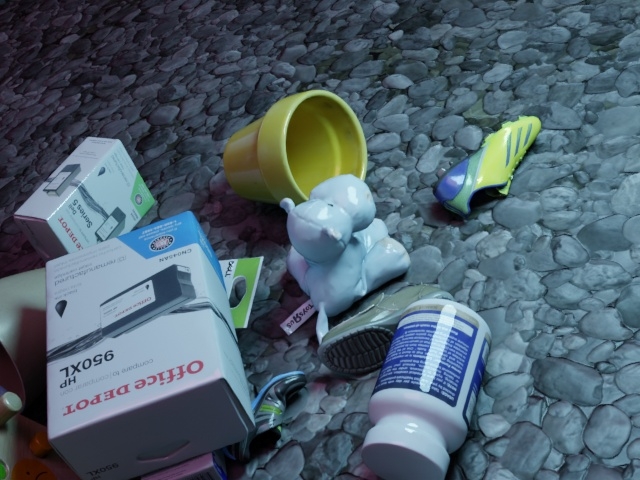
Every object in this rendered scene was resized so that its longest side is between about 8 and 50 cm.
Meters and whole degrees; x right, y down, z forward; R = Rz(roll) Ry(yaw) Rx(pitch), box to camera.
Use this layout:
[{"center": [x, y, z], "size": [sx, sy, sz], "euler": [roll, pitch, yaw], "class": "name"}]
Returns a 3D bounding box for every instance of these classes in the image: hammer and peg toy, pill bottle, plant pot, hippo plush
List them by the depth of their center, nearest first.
[{"center": [0.160, 0.230, 1.274], "size": [0.153, 0.153, 0.264], "euler": [2, 45, 27], "class": "pill bottle"}, {"center": [-0.437, 0.427, 1.282], "size": [0.127, 0.266, 0.361], "euler": [-39, 38, 15], "class": "hammer and peg toy"}, {"center": [0.000, 0.000, 1.540], "size": [0.294, 0.236, 0.234], "euler": [-42, 44, -21], "class": "hippo plush"}, {"center": [-0.562, 0.164, 1.653], "size": [0.257, 0.256, 0.274], "euler": [10, 32, 34], "class": "plant pot"}, {"center": [-0.070, -0.174, 1.783], "size": [0.239, 0.254, 0.254], "euler": [-6, 40, 44], "class": "plant pot"}]

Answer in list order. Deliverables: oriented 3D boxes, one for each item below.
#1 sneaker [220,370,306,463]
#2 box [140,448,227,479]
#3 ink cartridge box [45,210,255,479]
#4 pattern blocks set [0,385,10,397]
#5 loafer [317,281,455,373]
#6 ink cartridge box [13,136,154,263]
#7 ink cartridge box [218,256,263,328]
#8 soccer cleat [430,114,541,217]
[{"center": [-0.085, 0.296, 1.401], "size": [0.078, 0.067, 0.188], "euler": [33, 61, 22], "class": "sneaker"}, {"center": [-0.227, 0.355, 1.384], "size": [0.126, 0.072, 0.137], "euler": [-20, 40, 3], "class": "box"}, {"center": [-0.295, 0.171, 1.407], "size": [0.286, 0.166, 0.394], "euler": [-20, 45, 0], "class": "ink cartridge box"}, {"center": [-0.701, 0.276, 1.574], "size": [0.325, 0.285, 0.026], "euler": [38, 27, 16], "class": "pattern blocks set"}, {"center": [0.110, 0.149, 1.452], "size": [0.251, 0.094, 0.087], "euler": [-22, 28, -6], "class": "loafer"}, {"center": [-0.529, -0.073, 1.903], "size": [0.115, 0.198, 0.272], "euler": [9, 50, 31], "class": "ink cartridge box"}, {"center": [-0.233, 0.137, 1.613], "size": [0.255, 0.097, 0.188], "euler": [-6, 42, 15], "class": "ink cartridge box"}, {"center": [0.349, -0.145, 1.674], "size": [0.289, 0.093, 0.121], "euler": [-36, 71, -21], "class": "soccer cleat"}]
